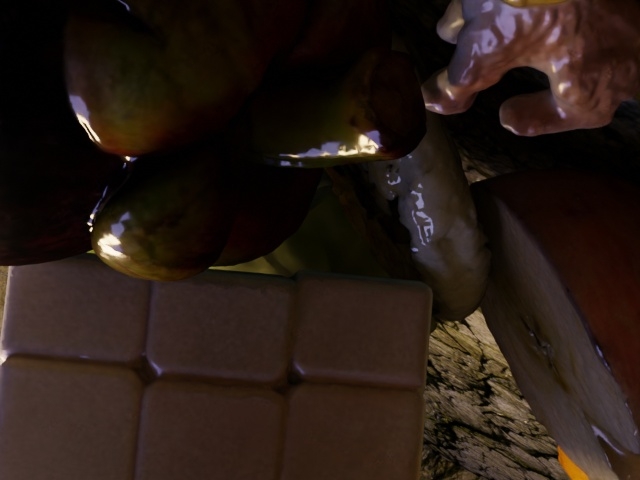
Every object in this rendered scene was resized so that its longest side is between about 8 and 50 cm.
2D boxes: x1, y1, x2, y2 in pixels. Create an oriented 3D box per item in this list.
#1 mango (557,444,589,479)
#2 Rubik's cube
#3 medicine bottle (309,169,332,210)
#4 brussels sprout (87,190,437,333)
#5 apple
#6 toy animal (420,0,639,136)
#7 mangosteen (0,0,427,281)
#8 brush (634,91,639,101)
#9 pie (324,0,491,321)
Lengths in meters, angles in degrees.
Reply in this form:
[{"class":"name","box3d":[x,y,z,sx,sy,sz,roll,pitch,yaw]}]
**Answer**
[{"class":"mango","box3d":[0.403,0.219,1.161,0.350,0.201,0.199,22,-165,18]},{"class":"Rubik's cube","box3d":[-0.095,0.180,0.974,0.316,0.319,0.322,6,176,-6]},{"class":"medicine bottle","box3d":[-0.072,-0.137,0.955,0.258,0.124,0.079,57,161,12]},{"class":"brussels sprout","box3d":[-0.094,0.033,1.336,0.425,0.342,0.361,-32,108,36]},{"class":"apple","box3d":[0.242,0.052,0.937,0.251,0.163,0.293,61,171,23]},{"class":"toy animal","box3d":[0.151,-0.143,0.636,0.183,0.104,0.185,5,146,5]},{"class":"mangosteen","box3d":[-0.144,-0.148,0.747,0.435,0.382,0.382,19,170,-3]},{"class":"brush","box3d":[0.211,-0.103,0.778,0.218,0.010,0.082,35,170,4]},{"class":"pie","box3d":[0.043,-0.073,0.969,0.339,0.077,0.339,60,169,19]}]
